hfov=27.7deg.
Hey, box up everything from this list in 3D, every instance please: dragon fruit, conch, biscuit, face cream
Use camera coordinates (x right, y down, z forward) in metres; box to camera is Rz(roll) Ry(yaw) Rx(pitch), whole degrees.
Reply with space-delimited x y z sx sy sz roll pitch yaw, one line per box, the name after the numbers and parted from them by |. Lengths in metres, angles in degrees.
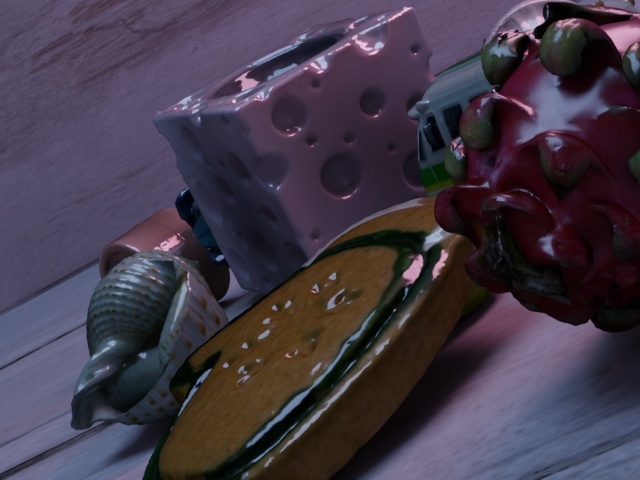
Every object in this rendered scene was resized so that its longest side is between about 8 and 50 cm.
0.200 -0.036 0.784 0.218 0.273 0.198 -1 74 63 | dragon fruit
-0.159 0.107 1.279 0.172 0.131 0.200 8 74 40 | conch
-0.019 0.082 0.973 0.344 0.057 0.287 -48 19 -30 | biscuit
-0.208 0.044 1.731 0.104 0.149 0.149 -38 12 -38 | face cream

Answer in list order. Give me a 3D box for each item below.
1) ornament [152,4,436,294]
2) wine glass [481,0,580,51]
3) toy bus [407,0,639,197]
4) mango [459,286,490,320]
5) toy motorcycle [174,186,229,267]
0.000 -0.094 1.444 0.240 0.239 0.239 -33 18 -22 | ornament
0.283 -0.200 1.538 0.165 0.165 0.196 -29 15 5 | wine glass
0.206 -0.113 1.220 0.134 0.164 0.276 -34 10 -35 | toy bus
0.106 0.034 1.059 0.073 0.056 0.108 -18 15 42 | mango
-0.053 -0.071 1.660 0.260 0.154 0.206 -32 -8 -23 | toy motorcycle
